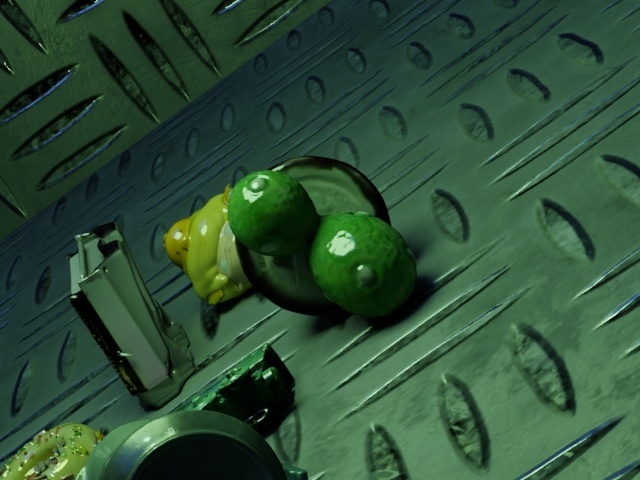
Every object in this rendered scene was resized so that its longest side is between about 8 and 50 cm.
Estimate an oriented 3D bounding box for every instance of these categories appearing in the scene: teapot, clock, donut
[{"bbox_3d":[-0.116,0.230,1.546,0.203,0.171,0.225,-8,1,-17],"label":"teapot"},{"bbox_3d":[-0.237,0.087,2.118,0.083,0.186,0.253,-32,17,0],"label":"clock"},{"bbox_3d":[-0.313,0.273,1.966,0.175,0.068,0.174,-33,16,11],"label":"donut"}]

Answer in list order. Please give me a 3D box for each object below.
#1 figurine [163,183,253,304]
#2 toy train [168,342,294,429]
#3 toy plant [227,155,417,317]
[{"bbox_3d":[-0.095,0.010,2.175,0.246,0.131,0.156,8,86,48],"label":"figurine"},{"bbox_3d":[-0.106,0.181,1.798,0.170,0.071,0.111,-35,7,10],"label":"toy train"},{"bbox_3d":[0.000,0.000,1.873,0.175,0.218,0.235,-61,2,4],"label":"toy plant"}]
